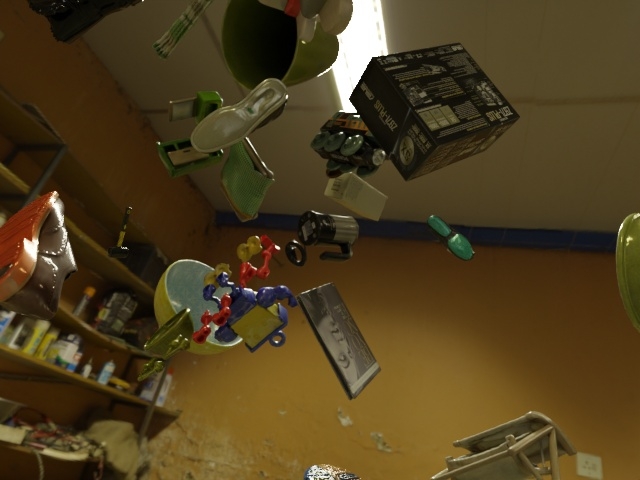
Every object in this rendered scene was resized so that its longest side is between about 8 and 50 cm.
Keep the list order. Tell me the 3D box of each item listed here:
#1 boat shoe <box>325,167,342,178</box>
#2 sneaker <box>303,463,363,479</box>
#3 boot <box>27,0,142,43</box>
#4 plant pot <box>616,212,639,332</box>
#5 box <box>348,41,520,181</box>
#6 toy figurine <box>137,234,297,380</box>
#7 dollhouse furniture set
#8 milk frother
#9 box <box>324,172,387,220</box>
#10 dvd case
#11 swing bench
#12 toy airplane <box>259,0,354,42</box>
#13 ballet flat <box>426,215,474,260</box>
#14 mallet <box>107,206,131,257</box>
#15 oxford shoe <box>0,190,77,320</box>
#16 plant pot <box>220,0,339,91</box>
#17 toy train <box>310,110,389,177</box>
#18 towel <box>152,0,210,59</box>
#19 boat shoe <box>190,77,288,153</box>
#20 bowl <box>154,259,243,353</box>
[{"bbox_3d":[0.095,-0.267,1.491,0.178,0.060,0.064,-32,-81,18],"label":"boat shoe"},{"bbox_3d":[0.050,0.462,0.644,0.112,0.130,0.296,7,6,-29],"label":"sneaker"},{"bbox_3d":[-0.504,-0.546,0.856,0.207,0.094,0.246,-23,-65,5],"label":"boot"},{"bbox_3d":[0.789,0.059,0.863,0.276,0.275,0.254,31,-23,-27],"label":"plant pot"},{"bbox_3d":[0.155,-0.181,0.594,0.147,0.180,0.077,57,-33,13],"label":"box"},{"bbox_3d":[-0.168,0.188,0.908,0.363,0.191,0.217,-41,-62,7],"label":"toy figurine"},{"bbox_3d":[-0.270,-0.191,1.080,0.301,0.151,0.197,56,-34,17],"label":"dollhouse furniture set"},{"bbox_3d":[0.000,0.000,1.088,0.135,0.129,0.143,5,-11,-42],"label":"milk frother"},{"bbox_3d":[0.140,-0.171,1.662,0.094,0.113,0.275,20,-3,38],"label":"box"},{"bbox_3d":[0.042,0.196,0.897,0.018,0.221,0.165,-33,-11,23],"label":"dvd case"},{"bbox_3d":[0.453,0.555,1.076,0.253,0.255,0.165,-44,-105,34],"label":"swing bench"},{"bbox_3d":[0.004,-0.562,0.767,0.273,0.384,0.386,18,11,-43],"label":"toy airplane"},{"bbox_3d":[0.436,-0.004,1.457,0.203,0.074,0.074,50,-18,26],"label":"ballet flat"},{"bbox_3d":[-0.677,-0.025,1.505,0.039,0.189,0.062,30,9,37],"label":"mallet"},{"bbox_3d":[-0.580,0.023,0.896,0.130,0.363,0.132,-30,-51,5],"label":"oxford shoe"},{"bbox_3d":[-0.080,-0.564,1.239,0.275,0.294,0.274,12,-69,34],"label":"plant pot"},{"bbox_3d":[0.106,-0.312,1.357,0.142,0.190,0.334,47,-12,-34],"label":"toy train"},{"bbox_3d":[-0.145,-0.298,0.533,0.023,0.113,0.152,38,-40,-28],"label":"towel"},{"bbox_3d":[-0.169,-0.255,0.937,0.084,0.233,0.079,54,-10,1],"label":"boat shoe"},{"bbox_3d":[-0.364,0.215,1.233,0.156,0.289,0.289,-40,-54,18],"label":"bowl"}]
